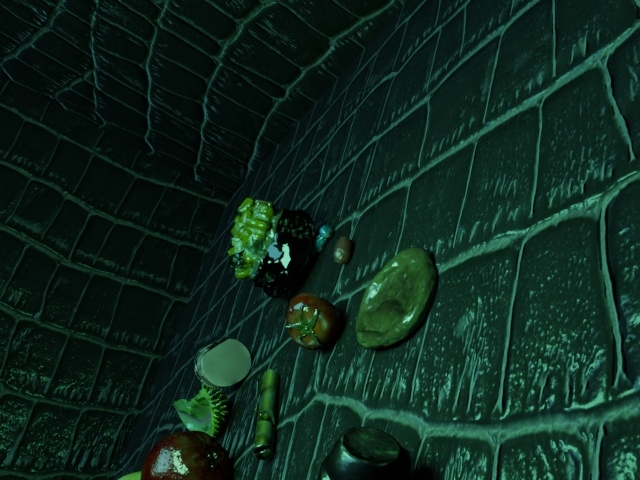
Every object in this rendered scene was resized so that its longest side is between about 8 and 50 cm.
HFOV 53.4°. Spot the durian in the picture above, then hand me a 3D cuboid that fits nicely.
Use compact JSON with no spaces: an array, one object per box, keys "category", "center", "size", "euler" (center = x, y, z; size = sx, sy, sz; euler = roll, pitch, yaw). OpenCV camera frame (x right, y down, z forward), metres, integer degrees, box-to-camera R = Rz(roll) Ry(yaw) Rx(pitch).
[{"category":"durian","center":[-0.428,0.621,2.305],"size":[0.355,0.170,0.157],"euler":[-41,25,50]}]

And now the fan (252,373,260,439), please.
[{"category":"fan","center":[-0.198,0.495,1.974],"size":[0.152,0.008,0.226],"euler":[-91,8,-58]}]

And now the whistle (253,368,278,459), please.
[{"category":"whistle","center":[-0.162,0.517,1.915],"size":[0.326,0.057,0.067],"euler":[-93,14,-61]}]

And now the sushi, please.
[{"category":"sushi","center":[-0.198,0.026,2.325],"size":[0.327,0.286,0.328],"euler":[122,163,-45]}]

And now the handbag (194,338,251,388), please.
[{"category":"handbag","center":[-0.363,0.457,2.355],"size":[0.205,0.179,0.116],"euler":[-29,-9,-38]}]

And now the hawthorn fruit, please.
[{"category":"hawthorn fruit","center":[-0.438,0.732,1.964],"size":[0.307,0.265,0.265],"euler":[-34,27,18]}]

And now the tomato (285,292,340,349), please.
[{"category":"tomato","center":[-0.019,0.231,1.821],"size":[0.167,0.167,0.167],"euler":[-52,20,28]}]

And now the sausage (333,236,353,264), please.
[{"category":"sausage","center":[0.071,0.032,2.011],"size":[0.059,0.054,0.094],"euler":[-40,27,49]}]

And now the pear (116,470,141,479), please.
[{"category":"pear","center":[-0.600,0.928,2.132],"size":[0.309,0.309,0.309],"euler":[-52,20,28]}]

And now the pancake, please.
[{"category":"pancake","center":[0.178,0.142,1.565],"size":[0.294,0.050,0.294],"euler":[-51,19,26]}]

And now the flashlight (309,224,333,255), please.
[{"category":"flashlight","center":[0.000,0.000,2.264],"size":[0.129,0.051,0.051],"euler":[-55,19,30]}]

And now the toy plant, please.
[{"category":"toy plant","center":[0.077,0.473,1.185],"size":[0.218,0.176,0.234],"euler":[-134,47,-65]}]
